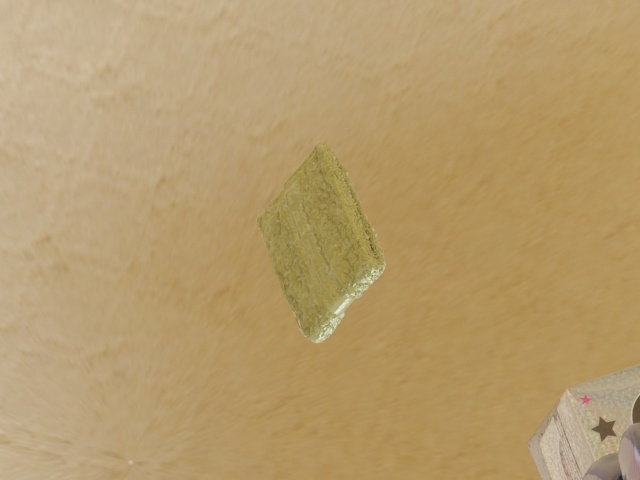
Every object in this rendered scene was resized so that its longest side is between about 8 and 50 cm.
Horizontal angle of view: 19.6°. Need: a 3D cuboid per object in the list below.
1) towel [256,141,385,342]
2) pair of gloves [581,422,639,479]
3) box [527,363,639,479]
[{"bbox_3d":[0.000,0.000,1.529,0.027,0.110,0.148,12,40,-38],"label":"towel"},{"bbox_3d":[0.142,0.071,0.661,0.023,0.159,0.198,34,103,-9],"label":"pair of gloves"},{"bbox_3d":[0.282,0.230,1.467,0.142,0.163,0.247,-18,71,-12],"label":"box"}]
